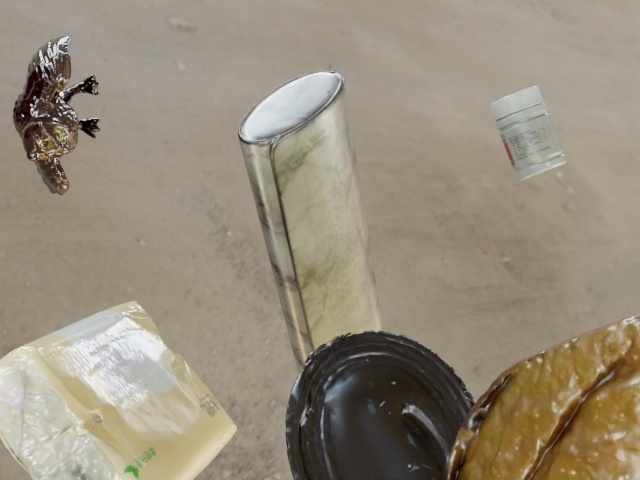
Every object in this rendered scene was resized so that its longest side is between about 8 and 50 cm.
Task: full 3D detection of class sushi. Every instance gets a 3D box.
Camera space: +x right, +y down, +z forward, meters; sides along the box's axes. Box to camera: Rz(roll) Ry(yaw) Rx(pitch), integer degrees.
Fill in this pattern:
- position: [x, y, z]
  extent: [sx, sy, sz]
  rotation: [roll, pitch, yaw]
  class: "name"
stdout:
- position: [0.152, 0.121, 0.535]
  extent: [0.140, 0.287, 0.149]
  rotation: [11, 12, -33]
  class: "sushi"

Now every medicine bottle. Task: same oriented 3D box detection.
- position: [0.229, -0.118, 1.068]
  extent: [0.058, 0.058, 0.091]
  rotation: [-21, 90, -52]
  class: "medicine bottle"

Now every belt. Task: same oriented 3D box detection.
- position: [0.057, 0.168, 0.728]
  extent: [0.151, 0.078, 0.198]
  rotation: [-19, 67, -3]
  class: "belt"

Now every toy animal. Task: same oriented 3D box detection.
- position: [-0.358, -0.149, 1.239]
  extent: [0.116, 0.218, 0.179]
  rotation: [11, 22, 3]
  class: "toy animal"

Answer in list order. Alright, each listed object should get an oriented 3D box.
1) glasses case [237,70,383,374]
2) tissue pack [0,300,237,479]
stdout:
- position: [0.000, 0.000, 0.870]
  extent: [0.060, 0.299, 0.114]
  rotation: [22, 51, 33]
  class: "glasses case"
- position: [-0.186, 0.156, 0.886]
  extent: [0.186, 0.090, 0.222]
  rotation: [51, 16, 4]
  class: "tissue pack"
